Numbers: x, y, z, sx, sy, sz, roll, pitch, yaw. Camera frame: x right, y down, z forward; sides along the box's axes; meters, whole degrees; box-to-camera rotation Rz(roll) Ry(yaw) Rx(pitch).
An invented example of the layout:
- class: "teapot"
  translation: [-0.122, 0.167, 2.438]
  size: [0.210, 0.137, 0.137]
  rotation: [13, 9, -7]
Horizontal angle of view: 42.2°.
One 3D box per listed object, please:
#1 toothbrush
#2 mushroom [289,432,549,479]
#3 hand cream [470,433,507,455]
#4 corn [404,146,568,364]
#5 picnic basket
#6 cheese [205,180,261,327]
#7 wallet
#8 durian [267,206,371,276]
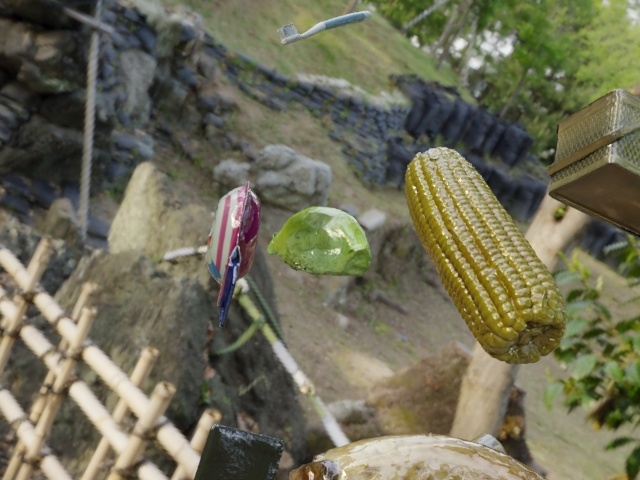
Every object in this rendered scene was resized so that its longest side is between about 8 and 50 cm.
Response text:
- class: "toothbrush"
  translation: [0.010, -0.324, 1.238]
  size: [0.276, 0.019, 0.025]
  rotation: [-36, 101, -54]
- class: "mushroom"
  translation: [0.160, 0.159, 0.409]
  size: [0.301, 0.233, 0.208]
  rotation: [46, -21, 10]
- class: "hand cream"
  translation: [0.229, 0.409, 1.433]
  size: [0.203, 0.084, 0.084]
  rotation: [-20, 37, -26]
- class: "corn"
  translation: [0.207, 0.008, 1.112]
  size: [0.131, 0.131, 0.344]
  rotation: [20, 32, -37]
- class: "picnic basket"
  translation: [0.523, -0.115, 1.370]
  size: [0.267, 0.139, 0.165]
  rotation: [22, -25, -18]
- class: "cheese"
  translation: [-0.115, 0.013, 1.073]
  size: [0.062, 0.155, 0.244]
  rotation: [12, 32, -9]
- class: "wallet"
  translation: [-0.140, 0.394, 1.198]
  size: [0.124, 0.244, 0.025]
  rotation: [20, -7, -27]
- class: "durian"
  translation: [0.000, 0.000, 1.655]
  size: [0.250, 0.139, 0.101]
  rotation: [20, -20, 39]
